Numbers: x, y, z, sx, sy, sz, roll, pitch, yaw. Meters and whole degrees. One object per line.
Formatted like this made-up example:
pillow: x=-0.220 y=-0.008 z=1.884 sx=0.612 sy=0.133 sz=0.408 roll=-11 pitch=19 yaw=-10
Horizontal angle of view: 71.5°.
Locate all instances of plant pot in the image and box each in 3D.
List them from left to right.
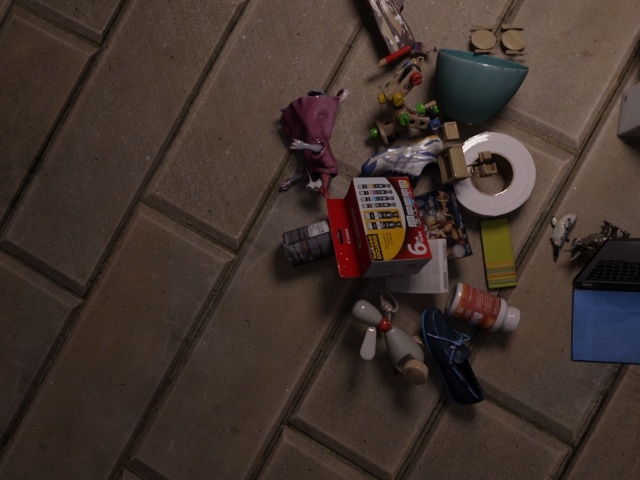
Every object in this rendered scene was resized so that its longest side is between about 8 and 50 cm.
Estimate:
plant pot: x=0.510 y=-0.504 z=1.481 sx=0.290 sy=0.290 sz=0.195 roll=14 pitch=121 yaw=7

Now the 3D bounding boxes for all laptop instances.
laptop: x=1.033 y=0.201 z=1.385 sx=0.382 sy=0.408 sz=0.236 roll=1 pitch=55 yaw=6

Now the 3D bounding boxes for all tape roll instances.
tape roll: x=0.574 y=-0.220 z=1.524 sx=0.286 sy=0.100 sz=0.286 roll=0 pitch=87 yaw=7

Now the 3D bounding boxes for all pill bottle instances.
pill bottle: x=0.000 y=0.000 z=1.558 sx=0.246 sy=0.130 sz=0.130 roll=-17 pitch=85 yaw=5
pill bottle: x=0.542 y=0.232 z=1.491 sx=0.216 sy=0.121 sz=0.121 roll=21 pitch=89 yaw=7

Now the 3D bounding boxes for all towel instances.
towel: x=0.617 y=0.044 z=1.546 sx=0.102 sy=0.021 sz=0.237 roll=-6 pitch=85 yaw=0

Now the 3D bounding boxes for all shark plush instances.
shark plush: x=0.829 y=-0.014 z=1.509 sx=0.067 sy=0.073 sz=0.161 roll=12 pitch=83 yaw=-23

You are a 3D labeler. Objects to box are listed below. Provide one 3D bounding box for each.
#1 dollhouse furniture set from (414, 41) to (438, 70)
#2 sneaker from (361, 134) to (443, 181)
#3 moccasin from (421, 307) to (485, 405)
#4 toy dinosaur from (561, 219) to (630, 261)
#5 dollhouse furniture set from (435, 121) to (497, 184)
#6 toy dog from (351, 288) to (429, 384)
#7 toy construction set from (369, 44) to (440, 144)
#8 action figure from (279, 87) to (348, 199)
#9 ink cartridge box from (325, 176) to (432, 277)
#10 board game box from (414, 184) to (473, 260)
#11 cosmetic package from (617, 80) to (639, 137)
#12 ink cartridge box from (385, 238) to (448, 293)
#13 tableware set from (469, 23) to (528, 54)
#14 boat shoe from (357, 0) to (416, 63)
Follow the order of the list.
dollhouse furniture set: x=0.387 y=-0.642 z=1.581 sx=0.081 sy=0.091 sz=0.114 roll=26 pitch=121 yaw=41
sneaker: x=0.293 y=-0.262 z=1.550 sx=0.296 sy=0.112 sz=0.131 roll=-18 pitch=86 yaw=6
moccasin: x=0.454 y=0.377 z=1.483 sx=0.117 sy=0.138 sz=0.342 roll=-22 pitch=96 yaw=47
toy dinosaur: x=0.962 y=0.037 z=1.476 sx=0.313 sy=0.121 sz=0.160 roll=27 pitch=109 yaw=-6
dollhouse furniture set: x=0.469 y=-0.287 z=1.460 sx=0.161 sy=0.101 sz=0.182 roll=-9 pitch=85 yaw=-17
toy dog: x=0.224 y=0.348 z=1.504 sx=0.333 sy=0.220 sz=0.161 roll=53 pitch=125 yaw=13
toy construction set: x=0.250 y=-0.482 z=1.525 sx=0.237 sy=0.257 sz=0.309 roll=-22 pitch=72 yaw=18
action figure: x=-0.012 y=-0.321 z=1.576 sx=0.276 sy=0.248 sz=0.370 roll=-15 pitch=84 yaw=-22
ink cartridge box: x=0.180 y=-0.045 z=1.449 sx=0.272 sy=0.130 sz=0.309 roll=-4 pitch=63 yaw=-14
board game box: x=0.403 y=-0.049 z=1.514 sx=0.165 sy=0.042 sz=0.243 roll=-18 pitch=85 yaw=43
cosmetic package: x=1.236 y=-0.407 z=1.394 sx=0.453 sy=0.230 sz=0.161 roll=8 pitch=92 yaw=7
ink cartridge box: x=0.326 y=0.091 z=1.529 sx=0.225 sy=0.056 sz=0.181 roll=-6 pitch=85 yaw=46
tableware set: x=0.626 y=-0.700 z=1.573 sx=0.194 sy=0.039 sz=0.128 roll=2 pitch=71 yaw=1
boat shoe: x=0.232 y=-0.813 z=1.591 sx=0.130 sy=0.132 sz=0.355 roll=-23 pitch=93 yaw=-5
